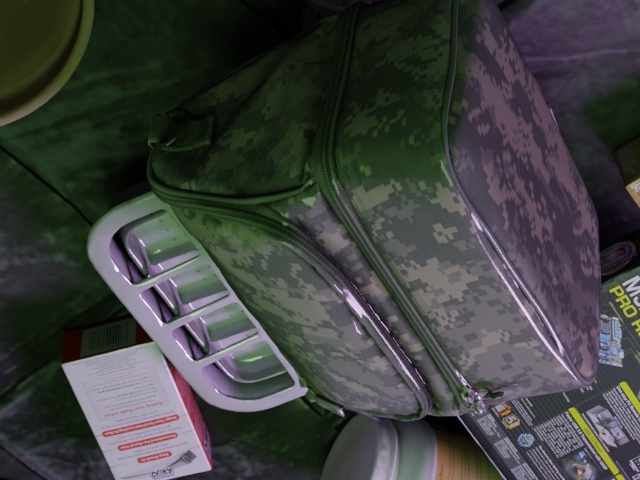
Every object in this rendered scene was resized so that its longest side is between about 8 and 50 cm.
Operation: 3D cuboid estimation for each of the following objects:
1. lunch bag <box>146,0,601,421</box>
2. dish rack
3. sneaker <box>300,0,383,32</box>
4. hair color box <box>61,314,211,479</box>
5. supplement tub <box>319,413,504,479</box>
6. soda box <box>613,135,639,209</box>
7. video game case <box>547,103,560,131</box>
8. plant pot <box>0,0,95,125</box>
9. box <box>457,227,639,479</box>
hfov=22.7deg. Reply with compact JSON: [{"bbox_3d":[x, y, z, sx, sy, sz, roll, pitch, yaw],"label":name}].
[{"bbox_3d":[0.045,-0.009,1.170,0.256,0.212,0.305,-12,135,26],"label":"lunch bag"},{"bbox_3d":[0.000,0.000,1.350,0.333,0.072,0.285,-21,132,13],"label":"dish rack"},{"bbox_3d":[0.059,-0.161,1.265,0.170,0.063,0.075,15,126,-11],"label":"sneaker"},{"bbox_3d":[-0.169,0.150,1.480,0.093,0.053,0.167,-14,124,5],"label":"hair color box"},{"bbox_3d":[0.111,0.252,1.515,0.200,0.144,0.144,23,121,-19],"label":"supplement tub"},{"bbox_3d":[0.343,-0.084,1.340,0.181,0.058,0.061,-30,123,17],"label":"soda box"},{"bbox_3d":[0.176,-0.054,1.379,0.087,0.011,0.122,-19,125,11],"label":"video game case"},{"bbox_3d":[-0.283,-0.204,1.181,0.237,0.109,0.237,-1,125,-2],"label":"plant pot"},{"bbox_3d":[0.253,0.150,1.392,0.216,0.060,0.270,-30,113,17],"label":"box"}]
